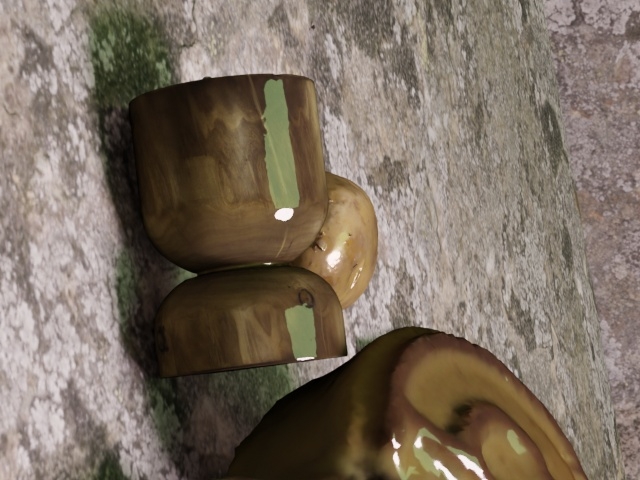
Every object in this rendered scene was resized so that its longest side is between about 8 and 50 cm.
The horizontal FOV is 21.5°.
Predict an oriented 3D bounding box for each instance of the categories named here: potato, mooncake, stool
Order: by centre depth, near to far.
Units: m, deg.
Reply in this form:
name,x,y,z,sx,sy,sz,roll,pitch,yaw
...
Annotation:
name,x,y,z,sx,sy,sz,roll,pitch,yaw
stool,-0.077,-0.011,1.570,0.179,0.179,0.264,7,76,-68
mooncake,0.107,0.288,1.604,0.394,0.246,0.393,23,49,-43
potato,0.000,-0.005,1.862,0.234,0.128,0.161,-68,160,-60

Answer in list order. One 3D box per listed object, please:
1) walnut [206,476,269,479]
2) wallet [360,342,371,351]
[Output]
name,x,y,z,sx,sy,sz,roll,pitch,yaw
walnut,-0.063,0.321,1.417,0.248,0.248,0.248,-9,90,-69
wallet,0.143,0.266,2.093,0.221,0.071,0.262,9,68,-35
